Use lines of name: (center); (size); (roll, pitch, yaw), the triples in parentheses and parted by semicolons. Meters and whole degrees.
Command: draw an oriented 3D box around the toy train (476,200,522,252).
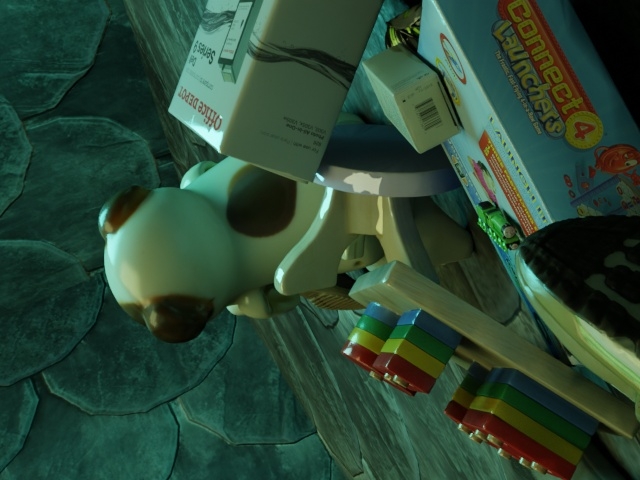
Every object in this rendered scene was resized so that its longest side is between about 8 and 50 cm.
toy train: (0.145, -0.013, 0.881); (0.083, 0.017, 0.024); (-116, 10, -70)

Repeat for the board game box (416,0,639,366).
board game box: (0.185, -0.050, 0.885); (0.308, 0.086, 0.302); (64, 180, 7)

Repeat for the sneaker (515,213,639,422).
sneaker: (0.263, 0.150, 0.642); (0.410, 0.158, 0.182); (42, 134, 21)

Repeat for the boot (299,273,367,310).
boot: (0.000, 0.000, 1.812); (0.090, 0.248, 0.207); (-21, 58, 49)

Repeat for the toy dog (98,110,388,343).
toy dog: (-0.105, -0.006, 1.535); (0.284, 0.408, 0.395); (65, 167, 1)

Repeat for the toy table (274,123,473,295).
toy table: (0.064, -0.033, 1.248); (0.274, 0.252, 0.161); (-127, 32, -68)

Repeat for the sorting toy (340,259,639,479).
sorting toy: (0.139, 0.132, 1.040); (0.257, 0.089, 0.255); (32, 173, -2)

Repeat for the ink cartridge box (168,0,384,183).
ink cartridge box: (-0.043, -0.233, 1.182); (0.211, 0.121, 0.289); (39, 111, 60)

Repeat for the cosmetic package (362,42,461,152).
cosmetic package: (0.076, -0.123, 0.918); (0.060, 0.041, 0.115); (63, -179, -26)

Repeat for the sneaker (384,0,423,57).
sneaker: (0.106, -0.206, 1.072); (0.067, 0.078, 0.188); (64, 166, 6)

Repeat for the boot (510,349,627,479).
boot: (0.269, 0.218, 1.209); (0.246, 0.083, 0.161); (-148, 41, -65)
